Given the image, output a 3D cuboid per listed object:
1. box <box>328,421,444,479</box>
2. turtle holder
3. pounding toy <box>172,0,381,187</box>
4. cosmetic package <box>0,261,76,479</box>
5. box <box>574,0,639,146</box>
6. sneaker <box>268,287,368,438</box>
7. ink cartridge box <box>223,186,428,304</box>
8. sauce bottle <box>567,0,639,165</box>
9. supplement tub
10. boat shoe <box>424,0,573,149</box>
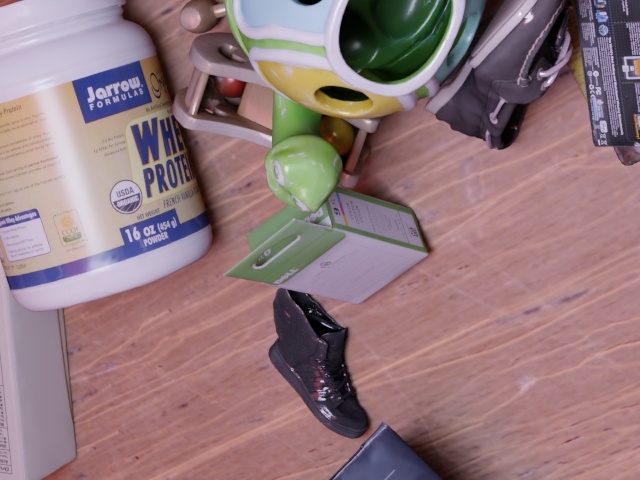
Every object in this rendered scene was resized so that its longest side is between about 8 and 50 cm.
[{"bbox_3d":[0.102,0.434,1.889,0.293,0.212,0.395,-44,79,-8],"label":"box"},{"bbox_3d":[0.017,-0.210,1.717,0.320,0.227,0.243,-42,118,7],"label":"turtle holder"},{"bbox_3d":[-0.050,-0.179,1.903,0.269,0.154,0.155,29,116,18],"label":"pounding toy"},{"bbox_3d":[-0.392,0.121,2.198,0.160,0.113,0.309,5,107,27],"label":"cosmetic package"},{"bbox_3d":[0.314,-0.177,1.630,0.184,0.045,0.190,0,107,35],"label":"box"},{"bbox_3d":[0.003,0.129,2.022,0.170,0.051,0.089,46,125,14],"label":"sneaker"},{"bbox_3d":[0.000,0.000,1.895,0.109,0.209,0.062,-36,59,31],"label":"ink cartridge box"},{"bbox_3d":[0.251,-0.242,1.747,0.111,0.111,0.344,-27,92,31],"label":"sauce bottle"},{"bbox_3d":[-0.263,-0.103,1.996,0.228,0.228,0.316,-13,98,31],"label":"supplement tub"},{"bbox_3d":[0.186,-0.163,1.727,0.095,0.335,0.112,34,76,-2],"label":"boat shoe"}]
